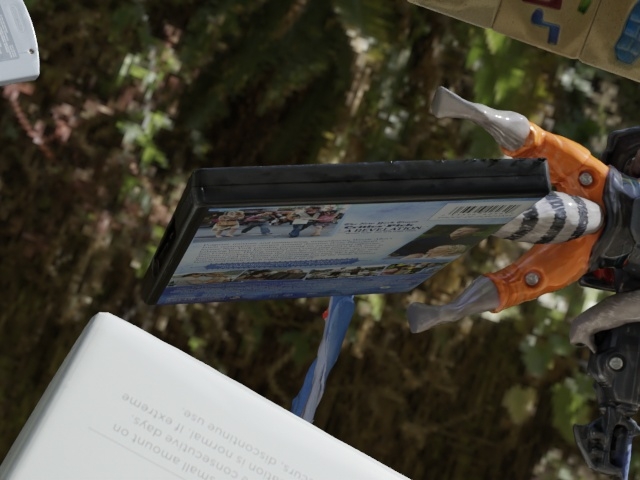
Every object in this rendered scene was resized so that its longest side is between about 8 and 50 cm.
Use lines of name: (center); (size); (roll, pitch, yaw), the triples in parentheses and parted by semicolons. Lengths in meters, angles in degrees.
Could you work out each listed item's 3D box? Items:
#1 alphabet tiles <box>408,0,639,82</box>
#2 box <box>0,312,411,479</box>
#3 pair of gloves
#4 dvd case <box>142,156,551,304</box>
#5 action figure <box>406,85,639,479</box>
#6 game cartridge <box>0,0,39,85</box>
alphabet tiles: (0.207, -0.243, 0.804); (0.343, 0.285, 0.011); (20, 9, 6)
box: (-0.104, 0.236, 0.456); (0.168, 0.345, 0.215); (30, -40, -7)
pair of gloves: (-0.004, 0.109, 1.128); (0.023, 0.159, 0.198); (19, -24, -1)
dvd case: (0.000, 0.000, 0.757); (0.180, 0.022, 0.253); (-2, -13, -14)
action figure: (0.246, 0.036, 1.120); (0.330, 0.341, 0.178); (5, -8, -15)
game cartridge: (-0.218, -0.141, 0.879); (0.056, 0.083, 0.017); (-16, -8, -31)
